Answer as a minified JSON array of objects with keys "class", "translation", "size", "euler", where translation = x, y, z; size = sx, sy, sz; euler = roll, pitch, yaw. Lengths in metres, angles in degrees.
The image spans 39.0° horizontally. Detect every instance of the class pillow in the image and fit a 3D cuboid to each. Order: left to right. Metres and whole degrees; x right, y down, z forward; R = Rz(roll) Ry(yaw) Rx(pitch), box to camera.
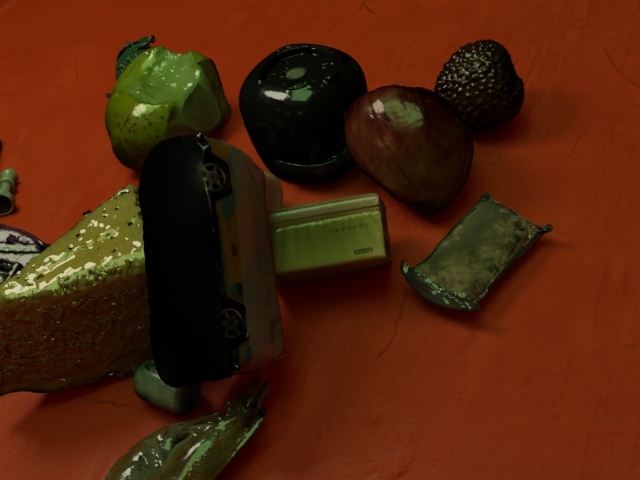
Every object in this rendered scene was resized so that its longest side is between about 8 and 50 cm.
[{"class":"pillow","translation":[0.264,0.028,1.528],"size":[0.169,0.059,0.255],"euler":[27,55,37]}]

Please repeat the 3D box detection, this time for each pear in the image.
[{"class":"pear","translation":[-0.374,-0.284,1.990],"size":[0.286,0.176,0.282],"euler":[13,51,30]}]

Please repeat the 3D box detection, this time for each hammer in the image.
[{"class":"hammer","translation":[-0.214,0.203,1.497],"size":[0.116,0.070,0.194],"euler":[15,42,31]}]

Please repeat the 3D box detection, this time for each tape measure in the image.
[{"class":"tape measure","translation":[-0.605,0.080,1.654],"size":[0.245,0.149,0.232],"euler":[14,54,9]}]

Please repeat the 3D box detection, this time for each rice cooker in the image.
[{"class":"rice cooker","translation":[-0.023,-0.259,1.806],"size":[0.267,0.225,0.267],"euler":[-8,42,7]}]

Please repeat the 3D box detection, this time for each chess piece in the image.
[{"class":"chess piece","translation":[-0.697,-0.120,2.007],"size":[0.059,0.059,0.149],"euler":[-13,36,4]}]

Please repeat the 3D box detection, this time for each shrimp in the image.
[{"class":"shrimp","translation":[-0.202,0.312,1.363],"size":[0.317,0.077,0.168],"euler":[-42,45,-22]}]

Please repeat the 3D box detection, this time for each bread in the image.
[{"class":"bread","translation":[-0.413,0.083,1.548],"size":[0.315,0.249,0.279],"euler":[-8,42,-4]}]

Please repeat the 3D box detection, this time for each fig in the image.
[{"class":"fig","translation":[0.170,-0.178,1.670],"size":[0.224,0.224,0.263],"euler":[-38,64,-22]}]

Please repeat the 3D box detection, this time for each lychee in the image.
[{"class":"lychee","translation":[0.310,-0.301,1.784],"size":[0.188,0.188,0.188],"euler":[-9,42,8]}]

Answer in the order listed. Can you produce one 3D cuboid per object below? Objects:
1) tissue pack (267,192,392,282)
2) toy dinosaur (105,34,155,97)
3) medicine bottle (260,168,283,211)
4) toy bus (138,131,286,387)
[{"class":"tissue pack","translation":[0.000,0.000,1.553],"size":[0.234,0.159,0.125],"euler":[-9,84,7]},{"class":"toy dinosaur","translation":[-0.458,-0.429,2.244],"size":[0.120,0.079,0.292],"euler":[-18,39,7]},{"class":"medicine bottle","translation":[-0.210,-0.111,1.775],"size":[0.274,0.133,0.133],"euler":[27,57,37]},{"class":"toy bus","translation":[-0.169,0.029,1.425],"size":[0.171,0.162,0.387],"euler":[-15,78,34]}]
